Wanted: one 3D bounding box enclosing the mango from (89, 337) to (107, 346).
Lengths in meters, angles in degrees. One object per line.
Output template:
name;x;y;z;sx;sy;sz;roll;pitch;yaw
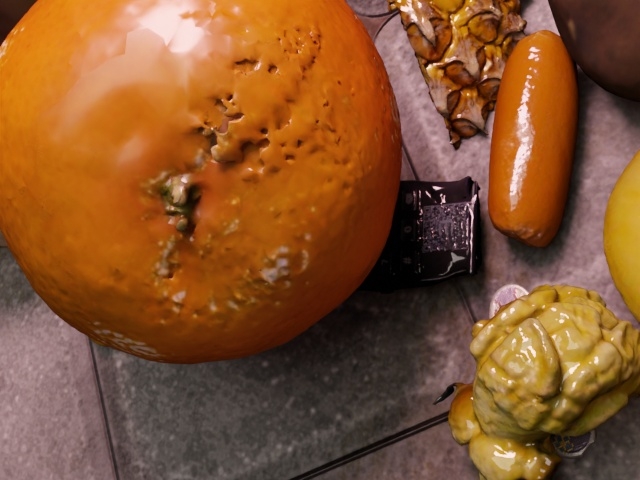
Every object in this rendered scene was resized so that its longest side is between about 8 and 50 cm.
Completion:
mango;-0.284;0.084;1.204;0.078;0.057;0.114;-10;78;20

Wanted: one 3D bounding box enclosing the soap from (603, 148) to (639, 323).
soap;0.459;0.030;0.801;0.306;0.115;0.427;-49;58;10

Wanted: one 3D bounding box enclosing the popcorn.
popcorn;0.212;0.136;0.875;0.173;0.168;0.195;31;127;21

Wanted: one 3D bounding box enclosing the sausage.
sausage;0.229;-0.113;0.975;0.098;0.098;0.238;5;79;29

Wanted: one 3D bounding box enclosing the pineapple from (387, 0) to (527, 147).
pineapple;0.146;-0.300;1.044;0.161;0.158;0.335;-22;64;19

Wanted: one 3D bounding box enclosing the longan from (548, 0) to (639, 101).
longan;0.331;-0.243;0.917;0.212;0.198;0.198;44;96;19

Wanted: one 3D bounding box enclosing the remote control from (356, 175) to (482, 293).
remote control;0.000;0.000;1.078;0.398;0.062;0.145;-5;71;28

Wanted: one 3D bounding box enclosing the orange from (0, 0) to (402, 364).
orange;-0.118;-0.076;0.884;0.424;0.424;0.326;-42;20;9

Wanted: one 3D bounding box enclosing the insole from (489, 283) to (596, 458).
insole;0.228;0.134;0.950;0.065;0.004;0.197;-28;63;17

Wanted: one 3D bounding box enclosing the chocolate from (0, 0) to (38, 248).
chocolate;-0.392;-0.131;1.195;0.297;0.314;0.326;-47;62;16
